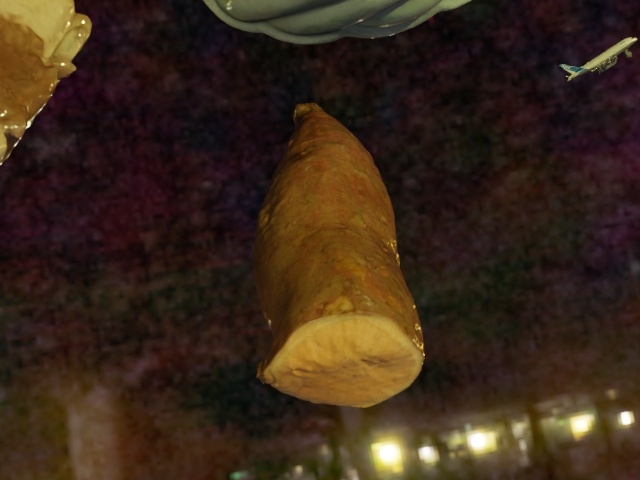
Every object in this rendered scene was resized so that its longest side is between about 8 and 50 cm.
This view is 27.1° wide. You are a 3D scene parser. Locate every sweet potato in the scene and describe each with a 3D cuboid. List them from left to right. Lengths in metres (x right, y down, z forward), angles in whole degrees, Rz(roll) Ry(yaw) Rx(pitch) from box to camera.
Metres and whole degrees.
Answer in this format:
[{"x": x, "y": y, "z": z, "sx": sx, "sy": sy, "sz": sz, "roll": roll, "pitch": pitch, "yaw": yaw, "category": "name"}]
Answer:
[{"x": 0.003, "y": 0.000, "z": 1.121, "sx": 0.131, "sy": 0.336, "sz": 0.131, "roll": -4, "pitch": 128, "yaw": -5, "category": "sweet potato"}]

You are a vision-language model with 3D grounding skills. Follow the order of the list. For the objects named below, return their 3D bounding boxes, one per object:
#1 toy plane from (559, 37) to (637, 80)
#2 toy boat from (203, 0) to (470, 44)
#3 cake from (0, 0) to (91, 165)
[{"x": 0.297, "y": -0.190, "z": 1.406, "sx": 0.084, "sy": 0.024, "sz": 0.078, "roll": -21, "pitch": -170, "yaw": 12, "category": "toy plane"}, {"x": 0.021, "y": -0.215, "z": 0.817, "sx": 0.290, "sy": 0.199, "sz": 0.100, "roll": -2, "pitch": -161, "yaw": 8, "category": "toy boat"}, {"x": -0.350, "y": -0.093, "z": 0.899, "sx": 0.282, "sy": 0.290, "sz": 0.256, "roll": 36, "pitch": 136, "yaw": -17, "category": "cake"}]
